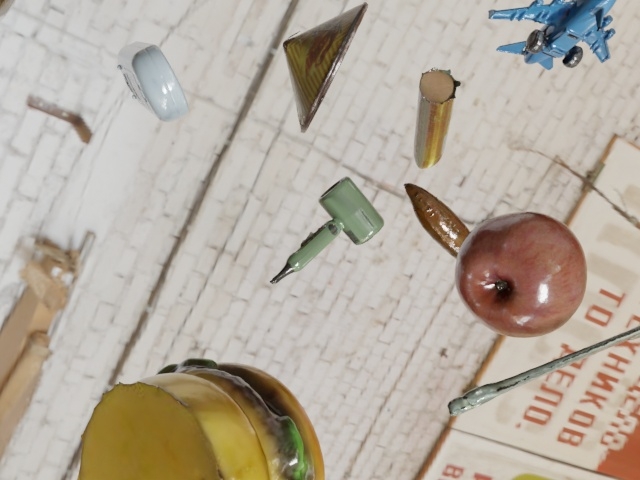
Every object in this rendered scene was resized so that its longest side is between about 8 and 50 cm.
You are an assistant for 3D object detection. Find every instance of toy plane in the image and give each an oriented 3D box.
[{"bbox_3d":[0.434,-0.377,1.415,0.271,0.254,0.105,156,-52,-69],"label":"toy plane"}]

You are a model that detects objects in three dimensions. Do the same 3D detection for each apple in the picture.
[{"bbox_3d":[0.232,0.042,0.945,0.153,0.120,0.154,10,-71,31],"label":"apple"}]

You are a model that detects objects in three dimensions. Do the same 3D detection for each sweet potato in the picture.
[{"bbox_3d":[0.223,0.002,1.290,0.057,0.264,0.057,-42,-165,14],"label":"sweet potato"}]

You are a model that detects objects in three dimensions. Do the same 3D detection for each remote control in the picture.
[{"bbox_3d":[-0.205,-0.192,0.961,0.047,0.087,0.244,-31,-158,-9],"label":"remote control"}]

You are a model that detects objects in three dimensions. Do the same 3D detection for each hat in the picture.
[{"bbox_3d":[-0.014,-0.246,1.075,0.193,0.082,0.193,-155,-90,-87],"label":"hat"}]

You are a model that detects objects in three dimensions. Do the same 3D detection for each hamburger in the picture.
[{"bbox_3d":[-0.180,0.377,1.304,0.395,0.277,0.396,0,-89,36],"label":"hamburger"}]

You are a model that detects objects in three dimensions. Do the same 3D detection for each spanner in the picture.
[{"bbox_3d":[0.270,0.129,0.866,0.018,0.301,0.071,67,-23,17],"label":"spanner"}]

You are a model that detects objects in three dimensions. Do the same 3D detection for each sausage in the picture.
[{"bbox_3d":[0.235,-0.235,1.672,0.371,0.082,0.082,78,23,-72],"label":"sausage"}]

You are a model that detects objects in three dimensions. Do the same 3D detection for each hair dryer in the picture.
[{"bbox_3d":[0.000,0.000,0.886,0.150,0.071,0.047,-43,-173,-21],"label":"hair dryer"}]

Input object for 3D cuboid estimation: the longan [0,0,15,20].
[{"bbox_3d":[-0.498,-0.396,0.798,0.404,0.435,0.404,-163,-90,-83],"label":"longan"}]
